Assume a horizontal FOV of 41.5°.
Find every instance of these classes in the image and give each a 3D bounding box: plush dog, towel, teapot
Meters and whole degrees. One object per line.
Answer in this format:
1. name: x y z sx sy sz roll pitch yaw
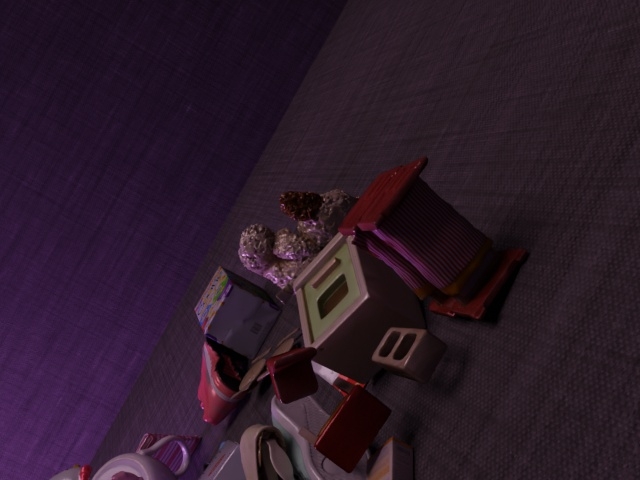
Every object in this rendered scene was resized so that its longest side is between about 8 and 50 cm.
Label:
1. plush dog: 0.000 0.000 1.701 0.210 0.262 0.225 47 121 40
2. towel: -0.386 0.523 2.031 0.029 0.197 0.144 39 99 32
3. teapot: -0.392 0.599 1.881 0.256 0.187 0.252 -38 49 14

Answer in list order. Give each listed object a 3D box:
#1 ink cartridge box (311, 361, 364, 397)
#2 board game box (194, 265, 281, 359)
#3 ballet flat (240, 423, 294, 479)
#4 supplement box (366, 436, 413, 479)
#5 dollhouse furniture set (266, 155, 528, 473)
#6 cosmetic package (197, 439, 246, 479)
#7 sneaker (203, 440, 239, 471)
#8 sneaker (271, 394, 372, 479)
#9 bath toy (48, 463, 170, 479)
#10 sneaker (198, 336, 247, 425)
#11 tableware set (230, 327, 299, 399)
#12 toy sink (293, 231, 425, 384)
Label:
1. ink cartridge box: 0.053 0.167 1.464 0.181 0.056 0.224 -60 13 2
2. board game box: -0.216 0.177 2.147 0.144 0.142 0.275 -60 15 0
3. ballet flat: -0.061 0.384 1.217 0.086 0.086 0.248 -40 60 52
4. supplement box: 0.089 0.314 1.094 0.062 0.036 0.098 -50 18 32
5. dollhouse furniture set: 0.076 0.101 1.120 0.374 0.201 0.152 -54 13 -13
6. cosmetic package: -0.225 0.517 1.415 0.377 0.097 0.284 -53 3 -16
7. sneaker: -0.197 0.453 1.702 0.063 0.073 0.162 -56 15 16
8. sneaker: 0.009 0.345 1.259 0.256 0.094 0.151 41 142 54
9. bath toy: -0.360 0.506 1.611 0.129 0.348 0.151 -56 31 12
10. sneaker: -0.256 0.335 2.039 0.136 0.116 0.314 -59 15 9
11. tableware set: -0.106 0.275 1.812 0.194 0.039 0.128 -40 13 40
12. toy sink: 0.051 0.083 1.365 0.153 0.131 0.234 -46 31 25
